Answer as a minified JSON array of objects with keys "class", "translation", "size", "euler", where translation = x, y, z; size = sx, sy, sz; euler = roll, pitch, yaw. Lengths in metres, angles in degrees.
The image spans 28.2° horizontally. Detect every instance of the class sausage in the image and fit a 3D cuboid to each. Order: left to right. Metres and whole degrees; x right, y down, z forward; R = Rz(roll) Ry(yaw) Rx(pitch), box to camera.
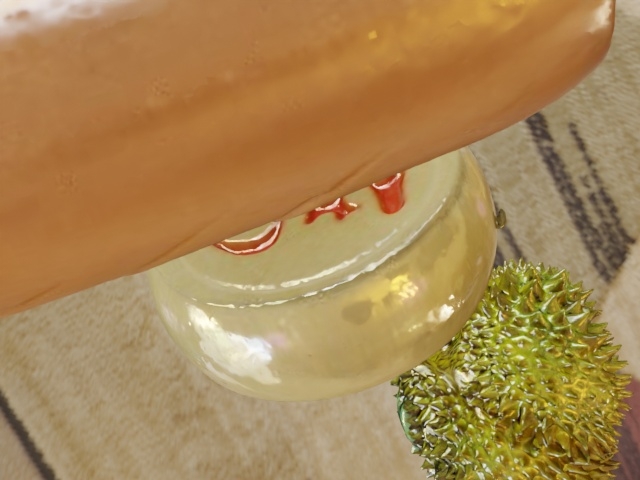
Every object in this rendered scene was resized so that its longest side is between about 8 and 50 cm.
[{"class":"sausage","translation":[-0.053,-0.056,0.434],"size":[0.304,0.121,0.121],"euler":[-20,105,1]}]

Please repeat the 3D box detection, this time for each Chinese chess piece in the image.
[{"class":"Chinese chess piece","translation":[0.000,0.000,0.965],"size":[0.273,0.273,0.102],"euler":[-20,126,0]}]

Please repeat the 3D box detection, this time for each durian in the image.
[{"class":"durian","translation":[0.188,0.152,1.296],"size":[0.224,0.291,0.291],"euler":[-12,104,-2]}]
